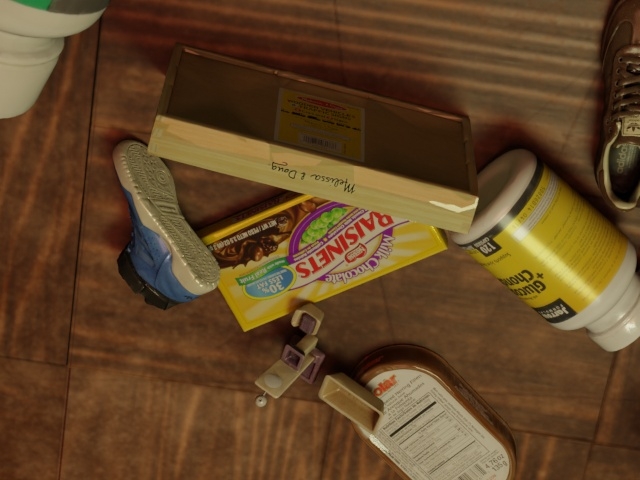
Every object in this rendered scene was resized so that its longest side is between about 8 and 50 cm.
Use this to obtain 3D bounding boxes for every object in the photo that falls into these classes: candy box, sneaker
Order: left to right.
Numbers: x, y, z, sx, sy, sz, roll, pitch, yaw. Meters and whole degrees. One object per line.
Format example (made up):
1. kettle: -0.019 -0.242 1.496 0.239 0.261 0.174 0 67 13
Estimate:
1. sneaker: -0.158 -0.009 1.648 0.085 0.058 0.152 -28 96 37
2. candy box: 0.000 0.000 1.664 0.206 0.027 0.105 -23 116 13
3. sneaker: 0.270 -0.113 1.572 0.066 0.071 0.188 1 117 2

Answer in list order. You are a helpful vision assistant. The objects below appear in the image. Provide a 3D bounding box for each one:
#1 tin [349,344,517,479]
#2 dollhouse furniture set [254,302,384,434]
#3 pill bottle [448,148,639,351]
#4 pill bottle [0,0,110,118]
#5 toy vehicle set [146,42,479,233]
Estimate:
1. tin: 0.106 0.178 1.744 0.106 0.040 0.190 -40 108 15
2. dollhouse furniture set: 0.001 0.132 1.665 0.114 0.081 0.091 34 135 14
3. pill bottle: 0.207 0.013 1.619 0.184 0.103 0.103 40 111 -15
4. pill bottle: -0.223 -0.286 1.433 0.204 0.204 0.361 26 115 -10
5. toy vehicle set: -0.003 -0.087 1.543 0.267 0.166 0.035 14 116 -4
